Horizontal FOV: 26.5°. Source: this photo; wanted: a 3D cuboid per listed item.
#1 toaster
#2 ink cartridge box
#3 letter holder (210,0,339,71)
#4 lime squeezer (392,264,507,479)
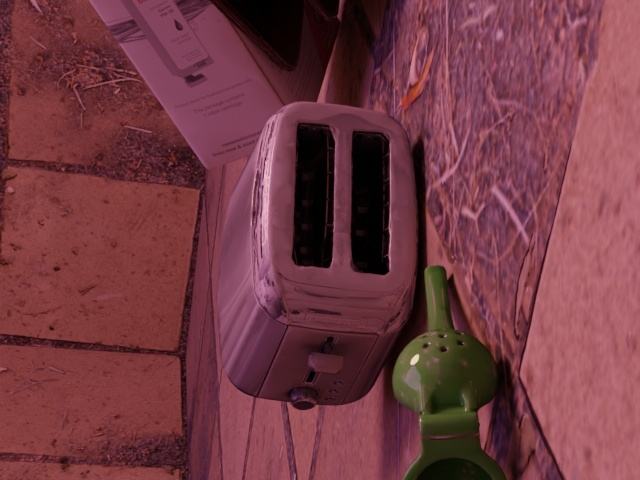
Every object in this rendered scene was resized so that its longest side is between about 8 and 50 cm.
[{"bbox_3d":[0.000,0.000,0.978,0.146,0.129,0.227,119,156,-61],"label":"toaster"},{"bbox_3d":[-0.108,-0.243,1.250,0.283,0.117,0.207,57,-150,-30],"label":"ink cartridge box"},{"bbox_3d":[-0.013,-0.329,1.182,0.214,0.152,0.302,42,-140,-49],"label":"letter holder"},{"bbox_3d":[0.064,0.120,0.717,0.110,0.058,0.310,107,164,-54],"label":"lime squeezer"}]
